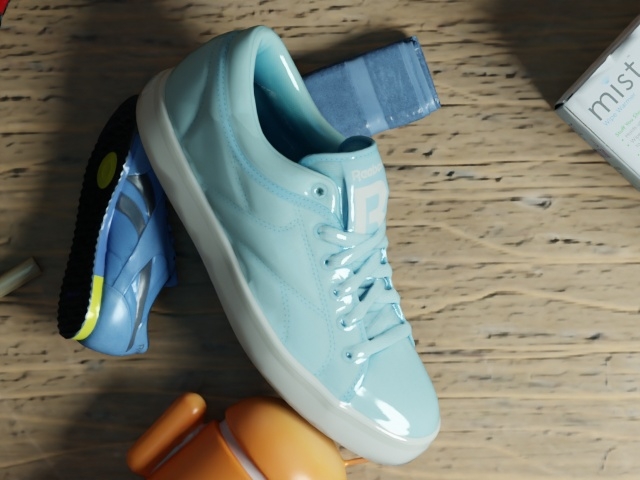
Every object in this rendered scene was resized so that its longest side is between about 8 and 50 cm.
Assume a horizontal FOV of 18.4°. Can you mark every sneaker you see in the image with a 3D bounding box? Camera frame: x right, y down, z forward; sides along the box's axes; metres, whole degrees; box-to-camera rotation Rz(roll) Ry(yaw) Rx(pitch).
[{"bbox_3d":[-0.150,-0.010,1.595,0.082,0.069,0.209,15,82,-30],"label":"sneaker"},{"bbox_3d":[0.000,0.000,1.520,0.150,0.135,0.366,-35,89,39],"label":"sneaker"}]

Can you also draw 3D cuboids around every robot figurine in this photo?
[{"bbox_3d":[-0.068,0.212,1.557,0.219,0.128,0.158,-41,49,3],"label":"robot figurine"}]

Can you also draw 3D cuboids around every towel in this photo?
[{"bbox_3d":[0.032,-0.116,1.593,0.119,0.029,0.067,-19,90,3],"label":"towel"}]

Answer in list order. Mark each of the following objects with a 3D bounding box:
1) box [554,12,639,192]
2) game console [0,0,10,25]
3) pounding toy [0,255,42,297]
[{"bbox_3d":[0.351,-0.121,1.526,0.231,0.127,0.262,42,93,2],"label":"box"},{"bbox_3d":[-0.322,-0.197,1.618,0.144,0.085,0.124,18,61,2],"label":"game console"},{"bbox_3d":[-0.368,-0.018,1.595,0.183,0.110,0.237,-40,118,-7],"label":"pounding toy"}]
